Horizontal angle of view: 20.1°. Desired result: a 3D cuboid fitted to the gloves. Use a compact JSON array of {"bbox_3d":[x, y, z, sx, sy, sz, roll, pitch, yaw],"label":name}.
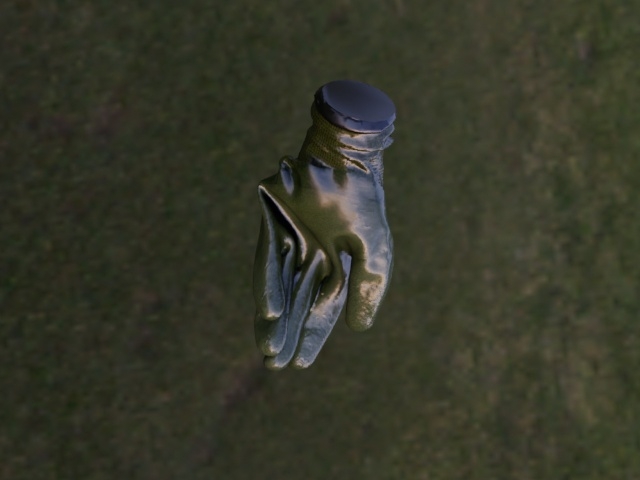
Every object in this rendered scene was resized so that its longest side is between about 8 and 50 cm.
[{"bbox_3d":[0.004,-0.008,1.572,0.107,0.135,0.268,-55,163,-69],"label":"gloves"}]
